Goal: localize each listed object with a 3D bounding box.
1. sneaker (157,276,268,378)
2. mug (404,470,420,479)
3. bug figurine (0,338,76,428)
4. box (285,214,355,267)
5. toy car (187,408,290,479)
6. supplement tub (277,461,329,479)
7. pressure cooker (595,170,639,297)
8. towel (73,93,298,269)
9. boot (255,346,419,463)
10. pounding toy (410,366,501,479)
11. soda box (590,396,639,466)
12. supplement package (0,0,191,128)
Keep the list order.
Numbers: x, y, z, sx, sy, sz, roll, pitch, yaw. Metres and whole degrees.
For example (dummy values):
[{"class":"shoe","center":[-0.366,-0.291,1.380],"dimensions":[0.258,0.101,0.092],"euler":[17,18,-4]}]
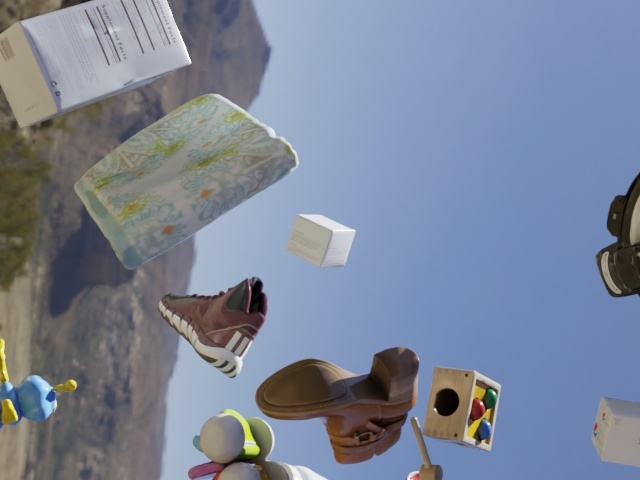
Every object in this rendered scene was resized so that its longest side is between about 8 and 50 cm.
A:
[{"class":"sneaker","center":[-0.172,0.119,1.675],"dimensions":[0.162,0.106,0.281],"euler":[-52,-143,-4]},{"class":"mug","center":[0.194,0.618,2.163],"dimensions":[0.113,0.150,0.169],"euler":[53,-49,46]},{"class":"bug figurine","center":[-0.276,0.208,0.704],"dimensions":[0.072,0.216,0.279],"euler":[96,-22,-44]},{"class":"box","center":[0.000,0.000,2.059],"dimensions":[0.102,0.101,0.087],"euler":[-2,113,-57]},{"class":"toy car","center":[-0.143,0.363,1.510],"dimensions":[0.159,0.136,0.182],"euler":[27,38,-64]},{"class":"supplement tub","center":[-0.023,0.501,1.746],"dimensions":[0.144,0.200,0.144],"euler":[-34,-144,29]},{"class":"pressure cooker","center":[0.698,-0.012,1.653],"dimensions":[0.369,0.376,0.420],"euler":[-65,163,9]},{"class":"towel","center":[-0.241,-0.115,1.606],"dimensions":[0.090,0.321,0.374],"euler":[60,-10,-30]},{"class":"boot","center":[0.027,0.288,1.579],"dimensions":[0.109,0.284,0.220],"euler":[55,-29,39]},{"class":"pounding toy","center":[0.242,0.337,1.711],"dimensions":[0.181,0.094,0.206],"euler":[32,66,-52]},{"class":"soda box","center":[0.499,0.280,1.338],"dimensions":[0.069,0.216,0.073],"euler":[-79,178,-76]},{"class":"supplement package","center":[-0.343,-0.277,1.424],"dimensions":[0.139,0.244,0.133],"euler":[-9,-74,50]}]
